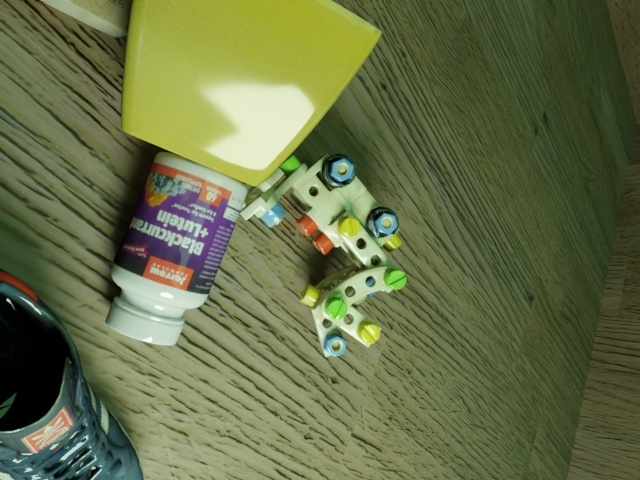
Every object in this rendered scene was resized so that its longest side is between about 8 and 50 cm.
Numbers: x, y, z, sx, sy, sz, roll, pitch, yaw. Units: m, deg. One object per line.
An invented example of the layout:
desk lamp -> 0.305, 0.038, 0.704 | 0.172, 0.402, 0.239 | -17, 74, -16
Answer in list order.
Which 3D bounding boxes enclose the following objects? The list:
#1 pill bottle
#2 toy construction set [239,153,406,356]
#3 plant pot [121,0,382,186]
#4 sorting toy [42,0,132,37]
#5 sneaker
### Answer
pill bottle -> -0.163, 0.010, 0.561 | 0.108, 0.108, 0.193 | 23, 86, -45
toy construction set -> 0.000, 0.000, 0.733 | 0.215, 0.151, 0.327 | -43, 116, -8
plant pot -> -0.098, -0.180, 0.531 | 0.212, 0.212, 0.187 | 22, 104, -21
sorting toy -> -0.278, -0.347, 0.436 | 0.256, 0.090, 0.256 | 14, 81, -52
sneaker -> -0.250, 0.168, 0.452 | 0.131, 0.148, 0.349 | -45, 123, -36
